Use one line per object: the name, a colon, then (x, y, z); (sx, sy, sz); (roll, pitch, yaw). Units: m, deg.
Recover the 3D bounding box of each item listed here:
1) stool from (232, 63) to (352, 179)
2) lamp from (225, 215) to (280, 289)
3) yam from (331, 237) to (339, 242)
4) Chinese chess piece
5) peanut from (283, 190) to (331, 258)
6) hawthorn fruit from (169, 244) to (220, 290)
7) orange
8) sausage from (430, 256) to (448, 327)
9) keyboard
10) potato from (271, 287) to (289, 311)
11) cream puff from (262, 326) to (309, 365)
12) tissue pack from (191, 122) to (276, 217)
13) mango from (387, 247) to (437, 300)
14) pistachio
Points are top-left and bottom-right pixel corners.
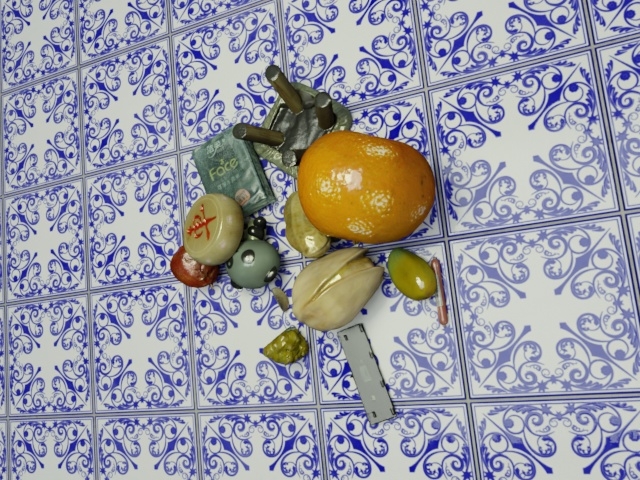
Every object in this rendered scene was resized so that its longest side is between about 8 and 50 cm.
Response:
stool: (-0.099, -0.396, 1.864); (0.310, 0.226, 0.311); (33, 95, 22)
lamp: (-0.237, 0.048, 1.911); (0.197, 0.197, 0.244); (-12, 71, 21)
yam: (0.000, 0.000, 1.878); (0.132, 0.054, 0.054); (-23, 76, 19)
Chinese chess piece: (-0.369, -0.040, 1.875); (0.250, 0.097, 0.251); (-15, 68, 41)
peanut: (-0.047, -0.050, 1.813); (0.146, 0.147, 0.306); (-31, 38, 18)
hawthorn fruit: (-0.456, 0.089, 2.017); (0.178, 0.173, 0.174); (18, 92, -3)
orange: (0.130, -0.148, 1.638); (0.423, 0.424, 0.327); (17, 98, 23)
sausage: (0.372, 0.160, 1.717); (0.029, 0.029, 0.223); (-10, 81, 22)
keyboard: (0.147, 0.435, 1.789); (0.106, 0.027, 0.317); (-24, 76, 16)
potato: (-0.140, 0.204, 1.932); (0.037, 0.036, 0.093); (-28, 93, -19)
cream puff: (-0.113, 0.368, 1.855); (0.146, 0.146, 0.116); (-41, 88, 14)
tissue pack: (-0.321, -0.236, 2.009); (0.227, 0.103, 0.316); (-27, 76, 18)
mango: (0.284, 0.104, 1.724); (0.130, 0.091, 0.195); (-45, 62, 28)
pistachio: (0.050, 0.149, 1.746); (0.321, 0.238, 0.229); (-35, 78, -5)
